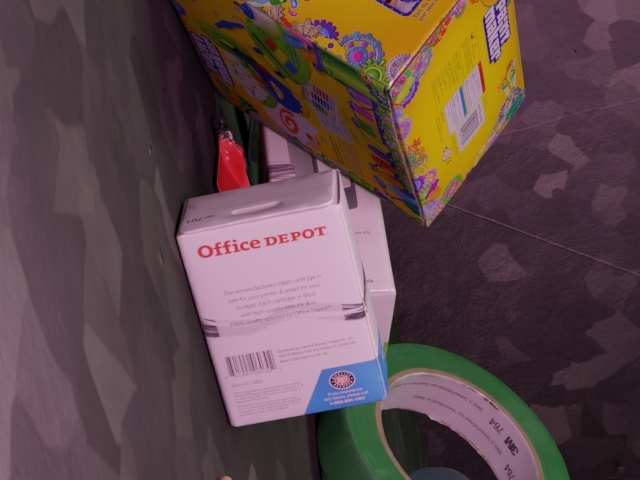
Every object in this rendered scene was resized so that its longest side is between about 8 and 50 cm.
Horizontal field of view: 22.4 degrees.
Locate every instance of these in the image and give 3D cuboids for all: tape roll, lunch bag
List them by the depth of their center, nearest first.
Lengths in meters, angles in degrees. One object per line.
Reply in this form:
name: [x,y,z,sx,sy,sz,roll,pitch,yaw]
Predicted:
lunch bag: [-0.055,-0.135,1.827,0.071,0.053,0.083,-89,-177,-67]
tape roll: [0.152,0.271,1.958,0.077,0.321,0.321,-55,-156,34]

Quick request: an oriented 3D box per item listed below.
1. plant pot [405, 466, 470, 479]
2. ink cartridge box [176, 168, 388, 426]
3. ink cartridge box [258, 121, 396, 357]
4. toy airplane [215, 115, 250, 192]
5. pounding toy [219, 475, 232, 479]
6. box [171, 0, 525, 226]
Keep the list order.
plant pot: [0.173,0.440,2.092,0.255,0.271,0.272,57,18,-35]
ink cartridge box: [-0.029,0.050,1.367,0.082,0.139,0.191,-85,163,-66]
ink cartridge box: [0.000,0.000,1.691,0.198,0.114,0.273,94,-10,-53]
toy airplane: [-0.080,-0.052,1.615,0.151,0.028,0.151,-12,90,-85]
pounding toy: [-0.037,0.259,1.224,0.130,0.100,0.141,-33,110,-68]
box: [0.023,-0.201,1.511,0.279,0.177,0.290,33,-13,21]
